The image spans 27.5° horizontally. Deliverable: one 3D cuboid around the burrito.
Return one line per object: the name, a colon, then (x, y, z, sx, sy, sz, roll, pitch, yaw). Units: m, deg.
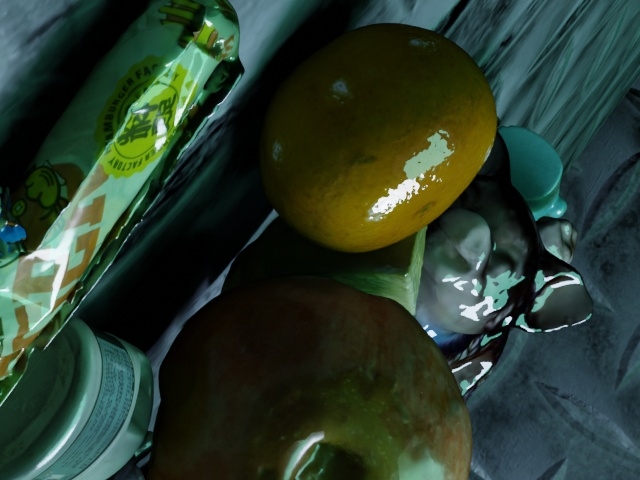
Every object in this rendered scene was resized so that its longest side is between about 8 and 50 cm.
burrito: (-0.126, 0.003, 0.547, 0.288, 0.054, 0.104, -54, 168, -1)

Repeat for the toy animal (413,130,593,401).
toy animal: (0.115, 0.031, 1.137, 0.302, 0.194, 0.344, -30, 166, -9)

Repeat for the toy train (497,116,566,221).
toy train: (0.182, -0.069, 1.347, 0.101, 0.159, 0.248, -59, 167, -2)

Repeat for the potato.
potato: (0.000, 0.000, 0.915, 0.120, 0.149, 0.081, 81, 13, -71)

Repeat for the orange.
orange: (0.032, -0.067, 0.815, 0.156, 0.124, 0.156, -31, 160, -13)

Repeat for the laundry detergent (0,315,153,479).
laundry detergent: (-0.138, 0.098, 0.737, 0.099, 0.070, 0.226, -60, 169, -7)

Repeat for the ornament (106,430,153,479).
ornament: (-0.187, 0.218, 0.883, 0.202, 0.080, 0.236, -56, 171, -4)

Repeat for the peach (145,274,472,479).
peach: (-0.012, 0.147, 0.848, 0.214, 0.214, 0.235, 83, 19, -74)
